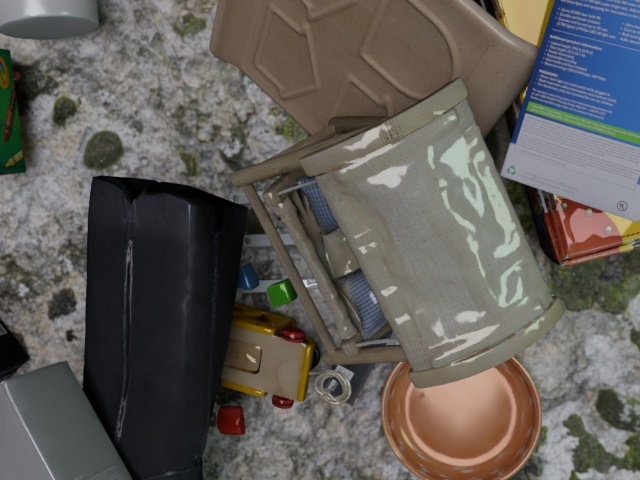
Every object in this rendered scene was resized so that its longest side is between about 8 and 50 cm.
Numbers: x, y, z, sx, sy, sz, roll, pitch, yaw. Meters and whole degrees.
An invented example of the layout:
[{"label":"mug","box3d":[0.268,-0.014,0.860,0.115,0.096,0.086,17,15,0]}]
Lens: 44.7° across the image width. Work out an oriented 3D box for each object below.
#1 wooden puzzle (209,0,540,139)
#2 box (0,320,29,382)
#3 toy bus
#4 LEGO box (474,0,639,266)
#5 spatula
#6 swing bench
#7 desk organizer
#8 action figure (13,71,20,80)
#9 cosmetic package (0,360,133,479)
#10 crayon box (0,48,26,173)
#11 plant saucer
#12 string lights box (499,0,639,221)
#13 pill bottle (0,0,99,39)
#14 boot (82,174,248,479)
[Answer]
[{"label":"wooden puzzle","box3d":[0.046,-0.220,0.874,0.348,0.322,0.080,39,60,6]},{"label":"box","box3d":[-0.531,0.200,1.001,0.184,0.261,0.103,-39,87,11]},{"label":"toy bus","box3d":[-0.070,0.139,0.991,0.191,0.104,0.202,-34,88,20]},{"label":"LEGO box","box3d":[0.444,-0.220,0.826,0.500,0.193,0.373,-15,91,12]},{"label":"spatula","box3d":[0.000,0.000,1.013,0.242,0.019,0.168,-4,94,10]},{"label":"swing bench","box3d":[0.070,0.000,0.795,0.165,0.254,0.253,-33,104,-23]},{"label":"desk organizer","box3d":[0.051,0.138,0.988,0.047,0.050,0.130,27,106,1]},{"label":"action figure","box3d":[-0.465,-0.204,1.079,0.115,0.030,0.038,-25,84,9]},{"label":"cosmetic package","box3d":[-0.295,0.270,0.861,0.127,0.107,0.238,-35,77,26]},{"label":"crayon box","box3d":[-0.541,-0.157,1.048,0.278,0.081,0.165,-5,94,20]},{"label":"plant saucer","box3d":[0.177,0.216,0.988,0.200,0.037,0.200,1,94,11]},{"label":"string lights box","box3d":[0.268,-0.162,0.689,0.133,0.076,0.260,24,111,26]},{"label":"pill bottle","box3d":[-0.360,-0.415,0.971,0.169,0.169,0.302,-6,93,11]},{"label":"boot","box3d":[-0.274,0.136,0.957,0.367,0.146,0.445,11,105,24]}]
